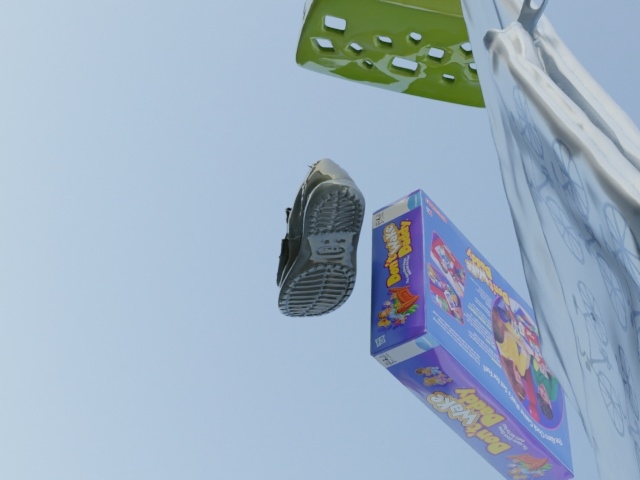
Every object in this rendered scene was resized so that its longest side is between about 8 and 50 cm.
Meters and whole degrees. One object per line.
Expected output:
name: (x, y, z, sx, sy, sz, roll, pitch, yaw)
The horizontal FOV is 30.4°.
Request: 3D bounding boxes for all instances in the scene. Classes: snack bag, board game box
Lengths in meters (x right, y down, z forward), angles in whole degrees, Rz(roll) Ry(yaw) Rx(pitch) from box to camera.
snack bag: (0.130, 0.033, 0.582, 0.343, 0.037, 0.323, -103, 174, -58)
board game box: (0.193, 0.131, 1.485, 0.078, 0.347, 0.233, -26, -142, 27)

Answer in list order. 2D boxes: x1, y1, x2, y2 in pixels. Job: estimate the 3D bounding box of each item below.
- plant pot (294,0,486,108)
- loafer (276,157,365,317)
plant pot: (0.104, -0.291, 1.199, 0.207, 0.227, 0.228, 98, 5, -74)
loafer: (0.000, 0.000, 1.434, 0.251, 0.094, 0.087, 109, -23, -45)
